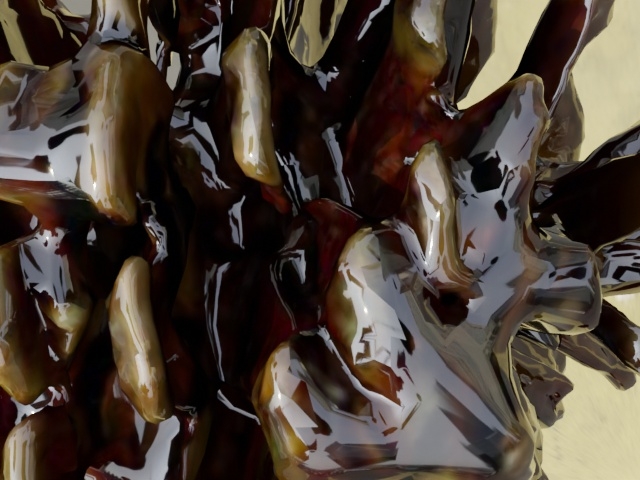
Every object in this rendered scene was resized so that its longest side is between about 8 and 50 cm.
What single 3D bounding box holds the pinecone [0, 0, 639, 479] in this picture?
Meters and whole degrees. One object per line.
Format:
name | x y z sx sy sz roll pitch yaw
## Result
pinecone | 0.000 0.000 0.916 0.397 0.398 0.398 -1 82 9
